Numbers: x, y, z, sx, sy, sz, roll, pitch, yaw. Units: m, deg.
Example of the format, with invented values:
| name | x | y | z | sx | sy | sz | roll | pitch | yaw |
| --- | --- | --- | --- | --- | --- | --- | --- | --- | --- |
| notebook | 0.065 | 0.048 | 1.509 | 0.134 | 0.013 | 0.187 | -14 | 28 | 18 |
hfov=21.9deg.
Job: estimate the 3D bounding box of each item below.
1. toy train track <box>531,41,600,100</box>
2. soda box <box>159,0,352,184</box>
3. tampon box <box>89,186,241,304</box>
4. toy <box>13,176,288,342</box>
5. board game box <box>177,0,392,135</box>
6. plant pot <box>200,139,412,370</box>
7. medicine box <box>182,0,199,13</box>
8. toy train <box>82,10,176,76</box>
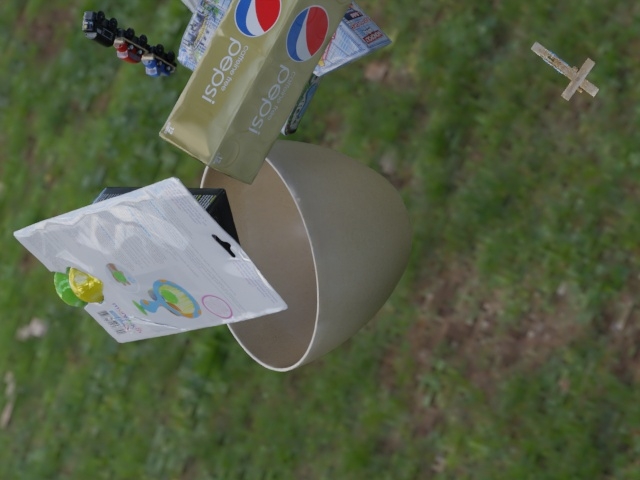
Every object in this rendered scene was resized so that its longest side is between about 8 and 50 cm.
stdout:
| name | x | y | z | sx | sy | sz | roll | pitch | yaw |
| --- | --- | --- | --- | --- | --- | --- | --- | --- | --- |
| toy train track | 0.254 | -0.177 | 1.707 | 0.048 | 0.083 | 0.014 | -55 | -14 | 19 |
| soda box | -0.044 | -0.137 | 1.237 | 0.058 | 0.061 | 0.181 | 31 | 94 | 34 |
| tampon box | -0.185 | 0.014 | 1.886 | 0.161 | 0.120 | 0.101 | 2 | 35 | 25 |
| toy | -0.131 | 0.008 | 1.320 | 0.237 | 0.137 | 0.056 | -17 | 31 | 46 |
| board game box | -0.037 | -0.207 | 1.679 | 0.060 | 0.194 | 0.194 | -30 | -28 | -58 |
| plant pot | 0.000 | 0.000 | 2.040 | 0.284 | 0.191 | 0.284 | 33 | 131 | 50 |
| medicine box | -0.091 | -0.413 | 1.818 | 0.289 | 0.149 | 0.263 | -39 | 55 | -4 |
| toy train | -0.219 | -0.223 | 1.912 | 0.027 | 0.158 | 0.036 | 4 | 77 | 36 |
